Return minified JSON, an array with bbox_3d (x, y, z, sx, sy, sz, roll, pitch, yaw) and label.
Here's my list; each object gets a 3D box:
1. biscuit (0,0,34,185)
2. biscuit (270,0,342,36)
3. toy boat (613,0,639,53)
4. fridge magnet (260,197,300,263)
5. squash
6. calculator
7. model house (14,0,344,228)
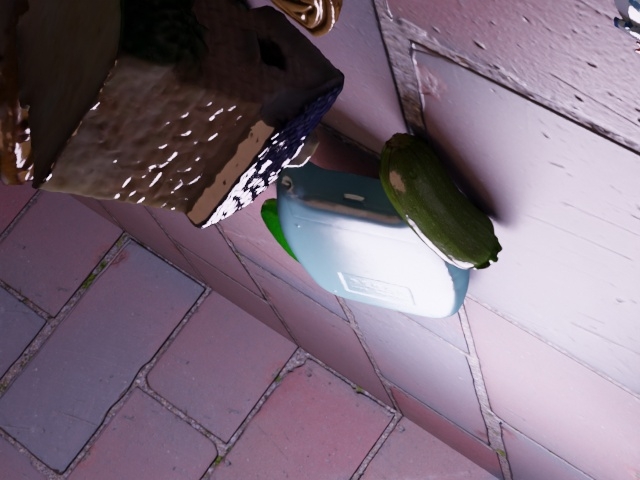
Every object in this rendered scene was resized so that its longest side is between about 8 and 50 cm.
[{"bbox_3d":[-0.386,-0.232,1.470,0.103,0.332,0.332,9,169,-7],"label":"biscuit"},{"bbox_3d":[-0.047,-0.265,1.054,0.142,0.029,0.220,26,163,42],"label":"biscuit"},{"bbox_3d":[0.218,-0.160,0.750,0.105,0.034,0.149,34,180,0],"label":"toy boat"},{"bbox_3d":[0.000,0.000,1.728,0.208,0.088,0.208,36,167,9],"label":"fridge magnet"},{"bbox_3d":[0.133,-0.037,1.281,0.219,0.077,0.068,43,174,-35],"label":"squash"},{"bbox_3d":[0.071,0.014,1.516,0.256,0.054,0.386,13,158,17],"label":"calculator"},{"bbox_3d":[-0.131,-0.178,1.117,0.284,0.243,0.298,18,-138,-34],"label":"model house"}]
